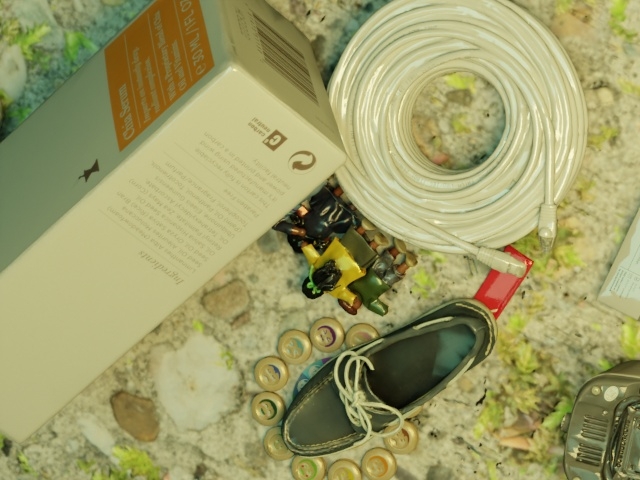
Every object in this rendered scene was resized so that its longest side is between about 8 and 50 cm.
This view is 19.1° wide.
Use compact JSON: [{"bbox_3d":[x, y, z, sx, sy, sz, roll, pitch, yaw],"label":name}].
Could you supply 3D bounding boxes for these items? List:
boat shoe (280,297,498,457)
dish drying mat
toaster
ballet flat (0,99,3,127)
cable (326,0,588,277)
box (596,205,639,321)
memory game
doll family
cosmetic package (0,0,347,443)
[{"bbox_3d":[0.062,0.144,1.883,0.254,0.079,0.095,-28,89,17],"label":"boat shoe"},{"bbox_3d":[0.177,0.047,1.886,0.032,0.008,0.083,35,105,11],"label":"dish drying mat"},{"bbox_3d":[0.344,0.188,1.780,0.227,0.146,0.129,12,101,16],"label":"toaster"},{"bbox_3d":[-0.380,-0.157,2.000,0.086,0.086,0.248,-23,89,18],"label":"ballet flat"},{"bbox_3d":[0.133,-0.115,1.839,0.257,0.089,0.257,17,101,15],"label":"cable"},{"bbox_3d":[0.377,0.032,1.808,0.186,0.038,0.145,27,104,11],"label":"box"},{"bbox_3d":[0.017,0.170,1.948,0.186,0.012,0.186,2,97,16],"label":"memory game"},{"bbox_3d":[0.000,0.000,1.905,0.111,0.076,0.193,-42,79,22],"label":"doll family"},{"bbox_3d":[-0.205,-0.040,1.857,0.453,0.230,0.161,-41,123,17],"label":"cosmetic package"}]
